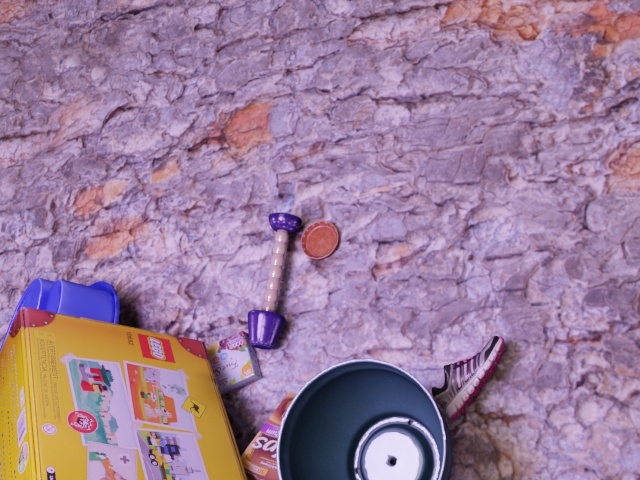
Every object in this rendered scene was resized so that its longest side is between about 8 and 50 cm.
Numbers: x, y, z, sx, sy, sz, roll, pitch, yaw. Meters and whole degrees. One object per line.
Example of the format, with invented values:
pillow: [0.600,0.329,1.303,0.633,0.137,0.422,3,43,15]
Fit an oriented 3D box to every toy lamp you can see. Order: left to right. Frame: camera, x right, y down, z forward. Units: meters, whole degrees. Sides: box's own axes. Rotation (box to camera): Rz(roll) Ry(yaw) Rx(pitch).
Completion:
toy lamp: [-0.096,0.083,1.751,0.080,0.080,0.275,-1,67,25]

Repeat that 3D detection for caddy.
caddy: [-0.538,0.235,1.807,0.241,0.179,0.341,0,68,50]

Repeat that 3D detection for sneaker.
sneaker: [0.257,0.230,1.531,0.074,0.063,0.170,37,93,26]

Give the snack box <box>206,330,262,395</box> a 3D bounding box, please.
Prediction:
snack box: [-0.197,0.257,1.749,0.141,0.037,0.100,-27,62,13]

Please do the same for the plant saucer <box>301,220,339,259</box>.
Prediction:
plant saucer: [0.000,0.000,1.775,0.083,0.013,0.084,-9,67,22]

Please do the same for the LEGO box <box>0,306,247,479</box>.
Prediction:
LEGO box: [-0.347,0.369,1.479,0.193,0.372,0.500,-59,34,24]

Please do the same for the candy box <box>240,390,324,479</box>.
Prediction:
candy box: [-0.059,0.374,1.569,0.109,0.053,0.187,22,50,21]

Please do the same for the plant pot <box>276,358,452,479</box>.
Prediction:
plant pot: [0.098,0.367,1.472,0.293,0.196,0.293,-10,65,22]

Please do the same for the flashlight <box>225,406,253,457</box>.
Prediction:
flashlight: [-0.112,0.453,1.602,0.103,0.103,0.304,-35,52,-21]
